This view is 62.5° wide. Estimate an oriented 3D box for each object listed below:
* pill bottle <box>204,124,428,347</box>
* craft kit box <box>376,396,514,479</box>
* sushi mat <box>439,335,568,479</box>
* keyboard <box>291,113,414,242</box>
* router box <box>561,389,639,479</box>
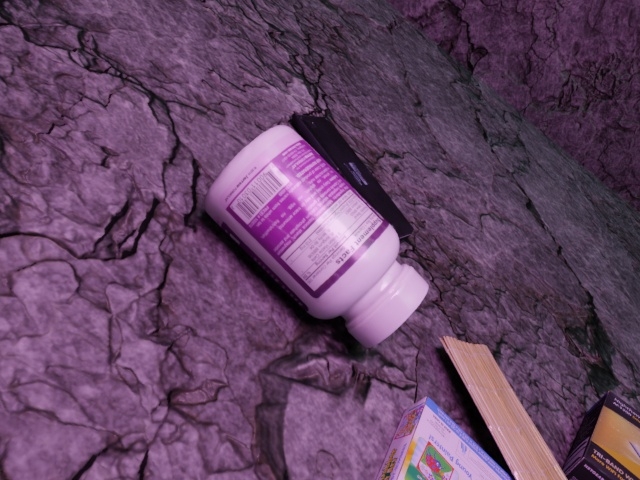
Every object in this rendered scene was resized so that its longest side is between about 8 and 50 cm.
[{"bbox_3d":[0.000,0.000,0.731,0.301,0.169,0.169,45,37,0],"label":"pill bottle"},{"bbox_3d":[0.171,0.364,0.639,0.250,0.061,0.246,44,34,0],"label":"craft kit box"},{"bbox_3d":[0.292,0.286,0.803,0.151,0.019,0.316,22,33,-42],"label":"sushi mat"},{"bbox_3d":[0.044,-0.117,1.003,0.317,0.033,0.201,54,31,14],"label":"keyboard"},{"bbox_3d":[0.571,0.424,0.864,0.309,0.081,0.243,38,32,22],"label":"router box"}]
